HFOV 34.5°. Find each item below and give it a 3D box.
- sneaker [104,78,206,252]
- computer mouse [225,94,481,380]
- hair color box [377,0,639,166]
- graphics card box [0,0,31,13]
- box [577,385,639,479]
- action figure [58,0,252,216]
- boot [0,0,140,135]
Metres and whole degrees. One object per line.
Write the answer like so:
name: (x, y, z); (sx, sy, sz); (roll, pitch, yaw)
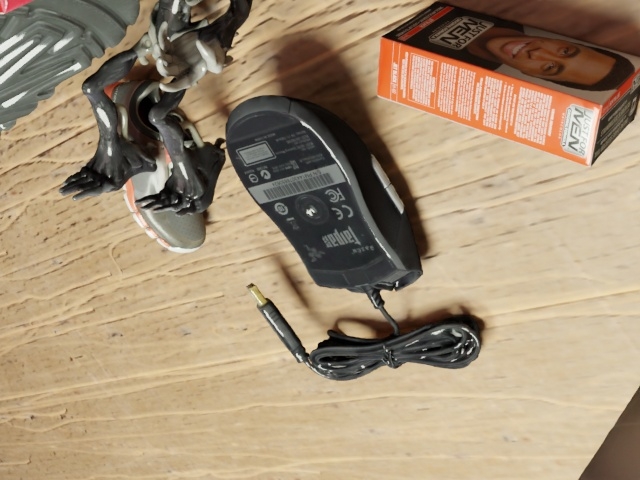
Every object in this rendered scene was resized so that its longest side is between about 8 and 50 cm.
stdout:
sneaker: (-0.129, -0.062, 0.856); (0.065, 0.061, 0.157); (-11, 112, 38)
computer mouse: (0.000, 0.000, 0.791); (0.184, 0.060, 0.262); (-18, 118, 42)
hair color box: (0.111, -0.096, 0.612); (0.141, 0.072, 0.043); (23, 132, 26)
graphics card box: (-0.090, -0.224, 0.471); (0.233, 0.371, 0.094); (20, 130, 31)
box: (0.298, 0.136, 0.452); (0.296, 0.294, 0.182); (1, 119, 40)
action figure: (-0.123, -0.149, 0.714); (0.164, 0.141, 0.275); (17, 121, 20)
boot: (-0.351, -0.240, 0.665); (0.367, 0.146, 0.445); (-30, 76, 10)
